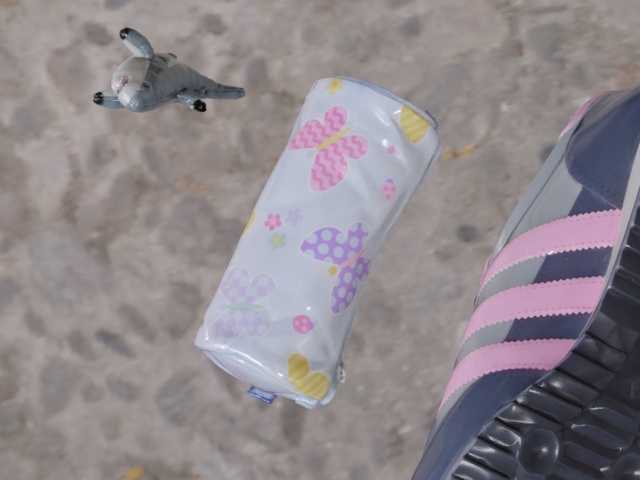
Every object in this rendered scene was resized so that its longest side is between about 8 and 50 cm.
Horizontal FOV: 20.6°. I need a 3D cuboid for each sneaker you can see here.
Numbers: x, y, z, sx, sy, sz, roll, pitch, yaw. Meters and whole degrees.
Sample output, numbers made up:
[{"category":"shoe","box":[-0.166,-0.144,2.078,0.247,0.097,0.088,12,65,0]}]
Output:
[{"category":"sneaker","box":[0.114,0.061,0.873,0.319,0.112,0.131,-57,25,-13]}]

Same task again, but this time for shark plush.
[{"category":"shark plush","box":[-0.128,-0.124,1.524,0.067,0.161,0.073,37,100,32]}]

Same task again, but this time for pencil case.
[{"category":"pencil case","box":[0.000,0.000,1.451,0.124,0.113,0.273,20,78,18]}]
